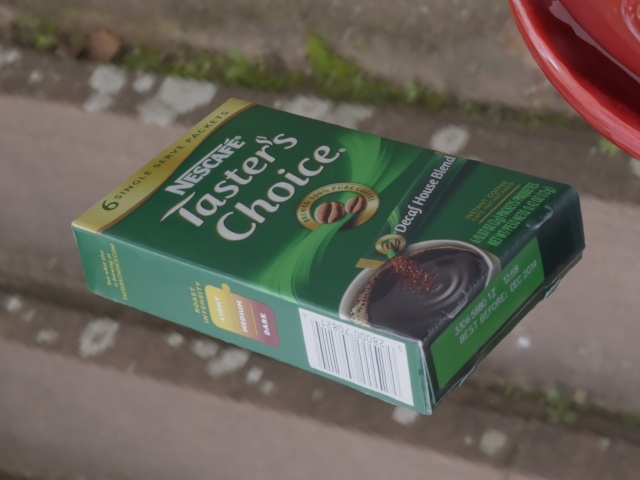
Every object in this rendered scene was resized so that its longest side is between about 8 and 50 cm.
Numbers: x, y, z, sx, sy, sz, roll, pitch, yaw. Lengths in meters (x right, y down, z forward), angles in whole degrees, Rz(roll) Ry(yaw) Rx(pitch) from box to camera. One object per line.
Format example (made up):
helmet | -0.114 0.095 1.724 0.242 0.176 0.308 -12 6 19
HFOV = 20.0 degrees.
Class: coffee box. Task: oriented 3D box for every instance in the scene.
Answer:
coffee box | 0.000 0.000 0.743 0.184 0.113 0.040 18 135 36

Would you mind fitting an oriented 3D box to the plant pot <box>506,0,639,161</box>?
plant pot | 0.124 -0.108 0.426 0.191 0.191 0.174 23 156 12
